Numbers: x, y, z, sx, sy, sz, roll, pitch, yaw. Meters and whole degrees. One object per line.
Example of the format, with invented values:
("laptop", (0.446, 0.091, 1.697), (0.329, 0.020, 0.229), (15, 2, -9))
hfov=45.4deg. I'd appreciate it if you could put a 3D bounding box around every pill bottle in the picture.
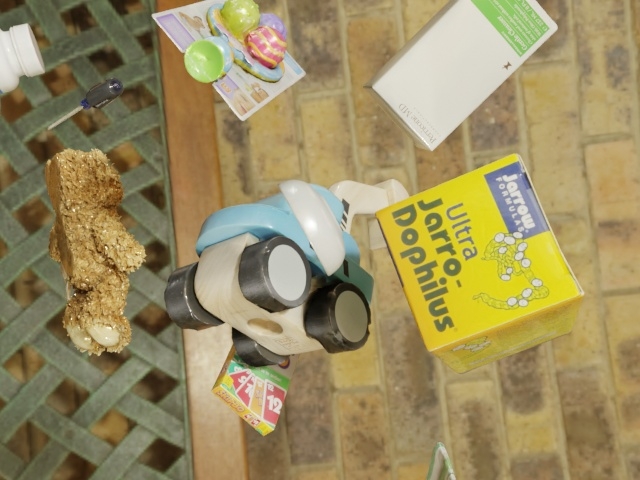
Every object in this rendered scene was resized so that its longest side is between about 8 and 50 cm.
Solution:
("pill bottle", (-0.618, -0.316, 1.366), (0.124, 0.221, 0.124), (161, -90, -80))

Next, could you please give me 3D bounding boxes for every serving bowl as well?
("serving bowl", (-0.002, -0.014, 0.605), (0.083, 0.027, 0.083), (61, -2, 3))

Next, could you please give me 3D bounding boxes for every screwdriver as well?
("screwdriver", (-0.264, -0.142, 0.828), (0.025, 0.169, 0.024), (-30, 102, -47))

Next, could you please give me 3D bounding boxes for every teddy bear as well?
("teddy bear", (-0.364, 0.022, 1.246), (0.245, 0.113, 0.338), (-40, -118, 50))

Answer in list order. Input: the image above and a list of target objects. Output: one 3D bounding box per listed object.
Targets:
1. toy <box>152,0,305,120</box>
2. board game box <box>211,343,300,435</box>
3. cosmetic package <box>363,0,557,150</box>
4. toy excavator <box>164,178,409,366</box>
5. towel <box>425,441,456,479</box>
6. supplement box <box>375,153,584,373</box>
("toy", (-0.079, -0.226, 0.852), (0.137, 0.056, 0.237), (48, 29, -8))
("board game box", (-0.101, 0.210, 1.362), (0.124, 0.039, 0.259), (44, 31, -16))
("cosmetic package", (0.290, -0.387, 1.631), (0.197, 0.365, 0.155), (43, 4, -11))
("toy excavator", (0.000, 0.000, 1.314), (0.433, 0.222, 0.446), (38, 51, -35))
("towel", (0.197, 0.418, 1.241), (0.152, 0.023, 0.113), (-98, -166, -66))
("supplement box", (0.228, 0.054, 1.071), (0.356, 0.195, 0.194), (43, 26, -69))
